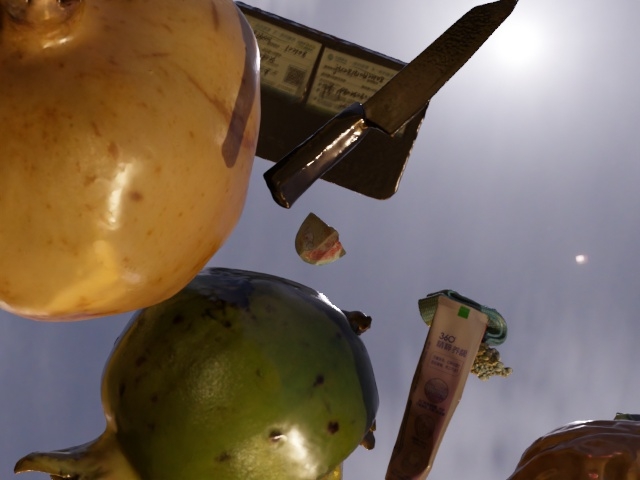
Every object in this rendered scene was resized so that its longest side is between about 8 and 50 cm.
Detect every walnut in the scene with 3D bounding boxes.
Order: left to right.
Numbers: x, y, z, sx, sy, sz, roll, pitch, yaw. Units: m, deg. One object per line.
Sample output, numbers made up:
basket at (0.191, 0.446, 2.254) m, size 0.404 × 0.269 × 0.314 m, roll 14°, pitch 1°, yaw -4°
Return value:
walnut at (0.258, 0.244, 1.090) m, size 0.245 × 0.198 × 0.198 m, roll 22°, pitch -54°, yaw 7°

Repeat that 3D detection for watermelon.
watermelon at (0.000, 0.000, 1.978) m, size 0.061 × 0.085 × 0.085 m, roll -39°, pitch -117°, yaw 42°

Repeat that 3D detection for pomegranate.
pomegranate at (-0.201, -0.110, 1.029) m, size 0.342 × 0.342 × 0.343 m, roll 21°, pitch -65°, yaw 56°
pomegranate at (-0.106, 0.157, 1.200) m, size 0.260 × 0.340 × 0.260 m, roll 51°, pitch -26°, yaw 37°

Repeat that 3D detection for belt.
belt at (0.208, 0.132, 1.944) m, size 0.065 × 0.179 × 0.100 m, roll -15°, pitch -120°, yaw 40°

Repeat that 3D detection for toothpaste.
toothpaste at (0.147, 0.228, 1.812) m, size 0.075 × 0.048 × 0.301 m, roll 21°, pitch -90°, yaw 17°

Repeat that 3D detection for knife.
knife at (0.057, -0.101, 0.946) m, size 0.028 × 0.230 × 0.060 m, roll 53°, pitch -7°, yaw -34°

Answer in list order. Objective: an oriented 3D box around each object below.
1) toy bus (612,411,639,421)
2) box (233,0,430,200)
toy bus at (0.401, 0.313, 1.756) m, size 0.175 × 0.101 × 0.088 m, roll -66°, pitch -154°, yaw 27°
box at (-0.019, -0.211, 2.014) m, size 0.058 × 0.350 × 0.211 m, roll -70°, pitch -179°, yaw -77°
